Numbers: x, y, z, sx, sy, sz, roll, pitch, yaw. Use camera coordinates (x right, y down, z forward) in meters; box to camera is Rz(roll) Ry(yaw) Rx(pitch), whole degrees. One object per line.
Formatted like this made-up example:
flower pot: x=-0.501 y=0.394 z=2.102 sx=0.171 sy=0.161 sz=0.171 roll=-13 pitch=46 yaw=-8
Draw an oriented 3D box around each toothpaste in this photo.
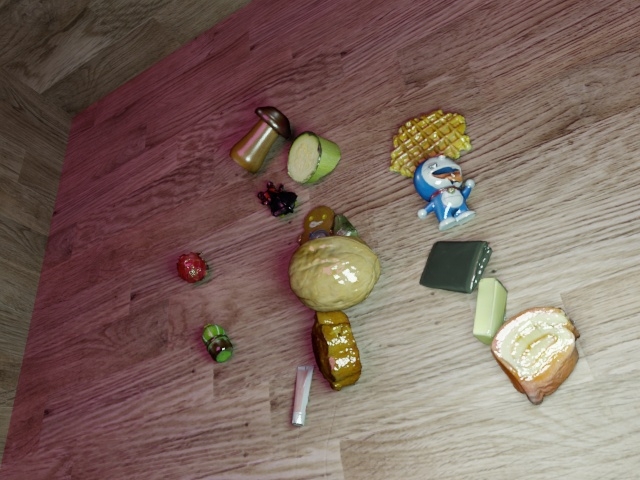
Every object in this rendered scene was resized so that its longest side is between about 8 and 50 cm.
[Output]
toothpaste: x=-0.063 y=0.513 z=1.728 sx=0.067 sy=0.043 sz=0.194 roll=-13 pitch=53 yaw=31

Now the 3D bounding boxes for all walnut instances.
walnut: x=0.048 y=0.106 z=1.734 sx=0.313 sy=0.277 sz=0.251 roll=-17 pitch=88 yaw=20

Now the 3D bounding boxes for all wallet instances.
wallet: x=0.411 y=0.078 z=1.605 sx=0.245 sy=0.052 sz=0.168 roll=3 pitch=67 yaw=63

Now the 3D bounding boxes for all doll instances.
doll: x=0.403 y=-0.161 z=1.714 sx=0.215 sy=0.161 sz=0.256 roll=-17 pitch=64 yaw=-9
doll: x=-0.171 y=-0.167 z=2.150 sx=0.249 sy=0.088 sz=0.127 roll=32 pitch=105 yaw=50

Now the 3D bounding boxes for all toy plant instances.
toy plant: x=-0.400 y=0.384 z=1.985 sx=0.093 sy=0.093 sz=0.162 roll=-46 pitch=50 yaw=4

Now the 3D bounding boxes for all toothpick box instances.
toothpick box: x=-0.263 y=-0.451 z=2.301 sx=0.294 sy=0.192 sz=0.192 roll=-51 pitch=49 yaw=6

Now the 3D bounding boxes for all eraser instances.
eraser: x=0.486 y=0.204 z=1.483 sx=0.058 sy=0.117 sz=0.172 roll=-3 pitch=64 yaw=37

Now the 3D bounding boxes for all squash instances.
squash: x=-0.038 y=-0.333 z=2.154 sx=0.220 sy=0.133 sz=0.220 roll=-12 pitch=71 yaw=39

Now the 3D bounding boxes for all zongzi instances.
zongzi: x=0.049 y=-0.040 z=1.920 sx=0.130 sy=0.062 sz=0.154 roll=-32 pitch=57 yaw=-6

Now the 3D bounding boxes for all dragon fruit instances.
dragon fruit: x=-0.551 y=0.117 z=2.216 sx=0.136 sy=0.133 sz=0.166 roll=-24 pitch=40 yaw=-35

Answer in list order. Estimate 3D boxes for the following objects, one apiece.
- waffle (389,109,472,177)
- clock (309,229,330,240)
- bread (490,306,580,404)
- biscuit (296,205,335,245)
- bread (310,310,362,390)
waffle: x=0.389 y=-0.349 z=1.891 sx=0.301 sy=0.058 sz=0.281 roll=-16 pitch=58 yaw=25
clock: x=0.000 y=0.000 z=1.936 sx=0.085 sy=0.017 sz=0.085 roll=-9 pitch=65 yaw=21
bread: x=0.577 y=0.282 z=1.376 sx=0.244 sy=0.123 sz=0.190 roll=-47 pitch=51 yaw=2
biscuit: x=-0.012 y=-0.029 z=1.995 sx=0.180 sy=0.039 sz=0.236 roll=-9 pitch=59 yaw=31
bread: x=0.045 y=0.341 z=1.631 sx=0.135 sy=0.232 sz=0.246 roll=-13 pitch=64 yaw=-4
